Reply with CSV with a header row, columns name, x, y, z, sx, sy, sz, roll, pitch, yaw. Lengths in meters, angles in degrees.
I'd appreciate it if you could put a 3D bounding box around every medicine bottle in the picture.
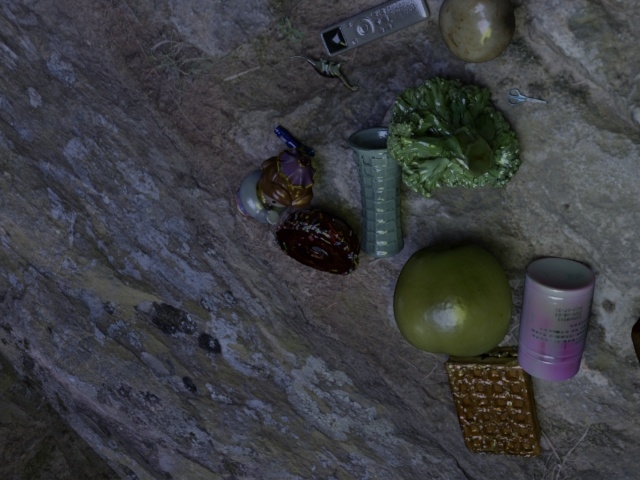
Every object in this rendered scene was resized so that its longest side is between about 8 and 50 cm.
name,x,y,z,sx,sy,sz,roll,pitch,yaw
medicine bottle,0.544,0.184,1.566,0.152,0.152,0.254,10,121,22

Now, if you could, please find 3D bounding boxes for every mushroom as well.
name,x,y,z,sx,sy,sz,roll,pitch,yaw
mushroom,0.316,-0.441,1.351,0.166,0.127,0.166,27,128,41

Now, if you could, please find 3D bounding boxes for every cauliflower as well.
name,x,y,z,sx,sy,sz,roll,pitch,yaw
cauliflower,0.282,-0.208,1.414,0.275,0.250,0.272,-19,112,0

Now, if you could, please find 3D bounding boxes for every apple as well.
name,x,y,z,sx,sy,sz,roll,pitch,yaw
apple,0.312,0.136,1.578,0.292,0.292,0.254,-7,93,30

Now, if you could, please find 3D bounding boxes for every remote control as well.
name,x,y,z,sx,sy,sz,roll,pitch,yaw
remote control,0.114,-0.477,1.489,0.261,0.029,0.067,-13,110,32

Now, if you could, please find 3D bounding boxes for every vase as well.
name,x,y,z,sx,sy,sz,roll,pitch,yaw
vase,0.143,-0.109,1.621,0.143,0.143,0.298,10,123,23

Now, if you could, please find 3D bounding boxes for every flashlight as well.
name,x,y,z,sx,sy,sz,roll,pitch,yaw
flashlight,-0.071,-0.244,1.714,0.121,0.035,0.057,43,128,-1

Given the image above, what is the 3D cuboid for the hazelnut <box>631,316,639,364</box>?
name,x,y,z,sx,sy,sz,roll,pitch,yaw
hazelnut,0.796,0.240,1.450,0.230,0.229,0.229,13,122,21

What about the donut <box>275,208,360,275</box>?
name,x,y,z,sx,sy,sz,roll,pitch,yaw
donut,0.000,0.000,1.740,0.235,0.089,0.235,19,153,10

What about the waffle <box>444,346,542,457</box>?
name,x,y,z,sx,sy,sz,roll,pitch,yaw
waffle,0.463,0.430,1.785,0.213,0.091,0.308,-4,115,29

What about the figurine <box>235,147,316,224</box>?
name,x,y,z,sx,sy,sz,roll,pitch,yaw
figurine,-0.112,-0.135,1.711,0.263,0.142,0.189,-21,69,53

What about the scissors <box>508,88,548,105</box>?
name,x,y,z,sx,sy,sz,roll,pitch,yaw
scissors,0.443,-0.301,1.434,0.083,0.006,0.036,14,121,20

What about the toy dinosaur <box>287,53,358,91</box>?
name,x,y,z,sx,sy,sz,roll,pitch,yaw
toy dinosaur,0.013,-0.410,1.576,0.180,0.037,0.058,31,122,8
